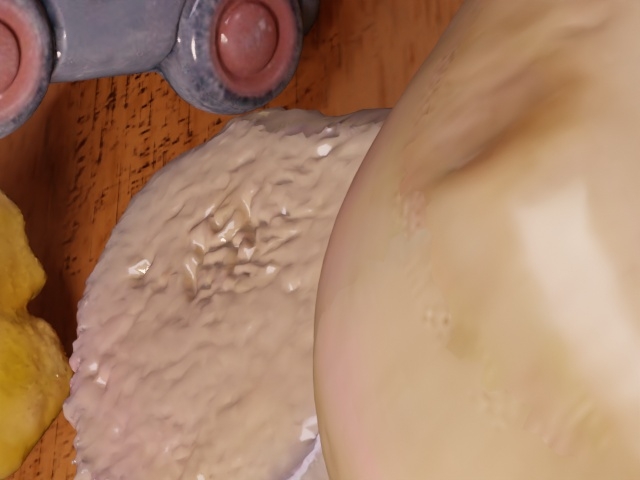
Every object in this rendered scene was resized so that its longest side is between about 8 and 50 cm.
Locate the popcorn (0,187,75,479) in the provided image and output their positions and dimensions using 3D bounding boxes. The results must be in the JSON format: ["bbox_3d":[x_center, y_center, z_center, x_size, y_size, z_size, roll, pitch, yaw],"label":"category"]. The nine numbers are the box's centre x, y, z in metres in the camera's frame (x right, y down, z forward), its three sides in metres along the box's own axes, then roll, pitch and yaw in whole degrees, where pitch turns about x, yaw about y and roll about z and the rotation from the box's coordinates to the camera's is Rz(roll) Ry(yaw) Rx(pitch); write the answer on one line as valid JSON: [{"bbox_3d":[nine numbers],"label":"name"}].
[{"bbox_3d":[-0.227,0.062,0.762,0.191,0.190,0.253,24,69,15],"label":"popcorn"}]

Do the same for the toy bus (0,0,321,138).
[{"bbox_3d":[-0.142,-0.173,0.823,0.294,0.231,0.197,-10,15,-39],"label":"toy bus"}]

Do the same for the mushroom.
[{"bbox_3d":[0.160,0.034,0.378,0.325,0.353,0.353,-21,43,29],"label":"mushroom"}]

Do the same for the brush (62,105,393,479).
[{"bbox_3d":[-0.011,0.104,0.578,0.174,0.166,0.266,15,66,45],"label":"brush"}]
